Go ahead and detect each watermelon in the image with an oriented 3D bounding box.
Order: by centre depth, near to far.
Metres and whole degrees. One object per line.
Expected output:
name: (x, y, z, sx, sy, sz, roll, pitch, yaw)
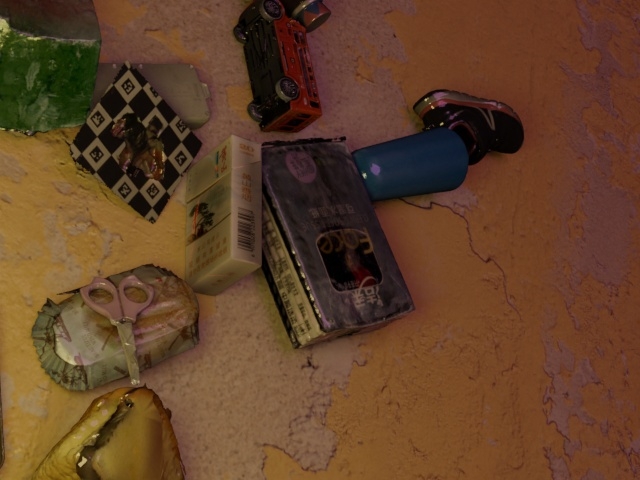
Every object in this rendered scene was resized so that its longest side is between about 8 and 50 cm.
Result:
watermelon: (-0.478, -0.333, 1.723, 0.264, 0.151, 0.301, 8, 58, -22)

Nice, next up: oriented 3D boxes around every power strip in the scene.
power strip: (-0.310, -0.248, 1.907, 0.271, 0.046, 0.118, -7, 72, -41)

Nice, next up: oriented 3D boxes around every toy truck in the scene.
toy truck: (-0.079, -0.334, 2.100, 0.114, 0.107, 0.252, 4, 66, -39)

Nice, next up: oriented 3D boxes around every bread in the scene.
bread: (-0.292, 0.318, 1.546, 0.204, 0.163, 0.262, -46, 141, -45)

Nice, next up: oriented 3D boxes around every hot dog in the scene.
hot dog: (-0.304, 0.132, 1.689, 0.270, 0.082, 0.162, -21, 72, -36)

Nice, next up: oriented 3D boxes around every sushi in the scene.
sushi: (-0.311, -0.157, 1.830, 0.210, 0.040, 0.192, 46, 62, -37)

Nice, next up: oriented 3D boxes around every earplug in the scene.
earplug: (0.152, -0.141, 2.180, 0.273, 0.132, 0.132, -14, 77, -39)

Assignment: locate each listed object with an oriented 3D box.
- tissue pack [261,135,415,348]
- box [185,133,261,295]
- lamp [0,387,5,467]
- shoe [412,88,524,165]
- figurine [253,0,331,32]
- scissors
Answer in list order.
tissue pack: (0.000, 0.000, 1.980, 0.259, 0.122, 0.361, -8, 71, -45)
box: (-0.161, -0.042, 1.847, 0.067, 0.149, 0.233, 18, 57, -35)
lamp: (-0.558, 0.188, 1.472, 0.269, 0.047, 0.266, 8, 63, -36)
shoe: (0.331, -0.228, 2.373, 0.291, 0.114, 0.137, 12, 55, -32)
figurine: (-0.072, -0.535, 2.187, 0.158, 0.161, 0.275, 10, 64, -59)
scissors: (-0.283, 0.126, 1.607, 0.110, 0.021, 0.212, 0, 41, -21)
